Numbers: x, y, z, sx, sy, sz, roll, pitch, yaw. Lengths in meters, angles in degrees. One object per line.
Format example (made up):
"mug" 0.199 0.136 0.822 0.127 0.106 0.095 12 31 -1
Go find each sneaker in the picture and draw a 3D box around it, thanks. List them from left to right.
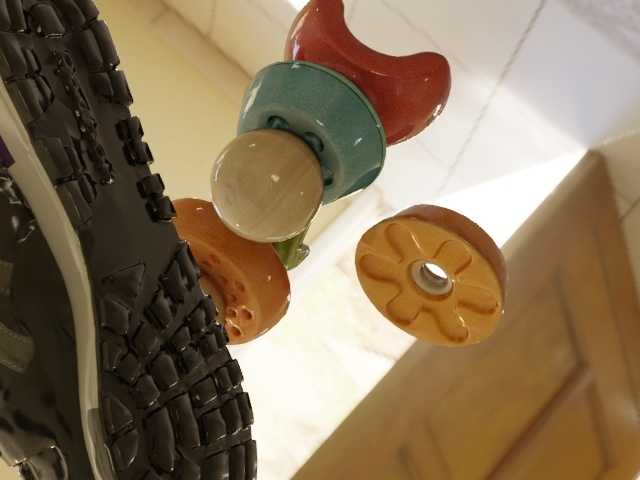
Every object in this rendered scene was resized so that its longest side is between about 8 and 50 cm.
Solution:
"sneaker" -0.121 0.032 0.558 0.124 0.107 0.283 -21 82 24

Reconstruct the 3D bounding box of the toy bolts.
"toy bolts" 0.000 0.000 0.778 0.218 0.158 0.228 28 138 11
